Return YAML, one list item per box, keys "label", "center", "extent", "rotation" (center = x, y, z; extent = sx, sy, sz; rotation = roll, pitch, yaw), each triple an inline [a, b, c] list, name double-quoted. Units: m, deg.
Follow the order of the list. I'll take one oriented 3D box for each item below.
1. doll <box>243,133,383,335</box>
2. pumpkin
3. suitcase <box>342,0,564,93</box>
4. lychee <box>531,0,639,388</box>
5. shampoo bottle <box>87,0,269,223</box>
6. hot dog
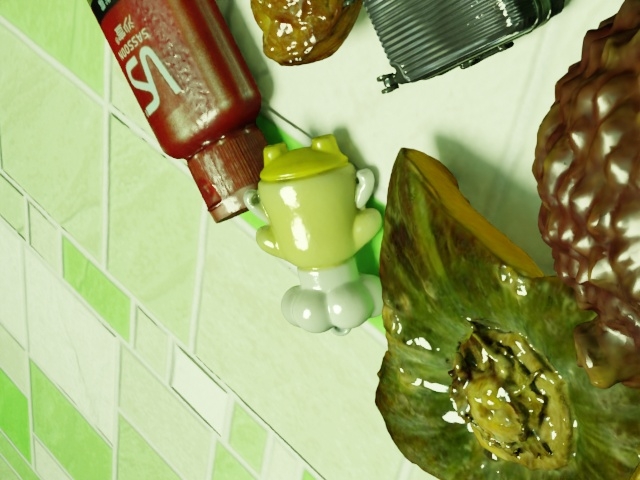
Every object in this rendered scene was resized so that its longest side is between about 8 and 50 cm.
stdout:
- label: "doll"
  center: [0.000, 0.000, 0.772]
  extent: [0.106, 0.062, 0.162]
  rotation: [-8, 104, 18]
- label: "pumpkin"
  center: [0.142, 0.103, 0.644]
  extent: [0.290, 0.095, 0.258]
  rotation: [31, 136, 40]
- label: "suitcase"
  center: [0.080, -0.147, 0.597]
  extent: [0.126, 0.059, 0.086]
  rotation: [-19, 98, 53]
- label: "lychee"
  center: [0.215, -0.023, 0.384]
  extent: [0.271, 0.236, 0.236]
  rotation: [-35, 83, 26]
- label: "shampoo bottle"
  center: [-0.126, -0.168, 0.815]
  extent: [0.118, 0.076, 0.314]
  rotation: [-25, 92, 45]
- label: "hot dog"
  center: [-0.023, -0.196, 0.684]
  extent: [0.099, 0.065, 0.147]
  rotation: [-5, 107, 51]
